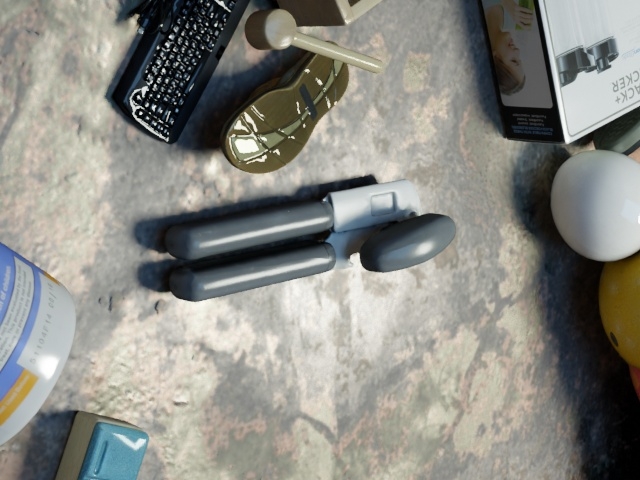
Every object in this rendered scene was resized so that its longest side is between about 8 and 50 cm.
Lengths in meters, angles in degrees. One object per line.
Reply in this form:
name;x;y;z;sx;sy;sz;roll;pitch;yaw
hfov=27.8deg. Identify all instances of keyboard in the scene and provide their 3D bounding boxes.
keyboard;-0.111;-0.183;1.095;0.100;0.038;0.192;33;75;-37

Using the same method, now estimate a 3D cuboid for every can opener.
can opener;0.000;0.000;1.174;0.283;0.095;0.076;-12;104;-37

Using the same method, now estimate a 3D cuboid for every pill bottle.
pill bottle;-0.316;0.028;0.891;0.272;0.152;0.152;40;72;-36

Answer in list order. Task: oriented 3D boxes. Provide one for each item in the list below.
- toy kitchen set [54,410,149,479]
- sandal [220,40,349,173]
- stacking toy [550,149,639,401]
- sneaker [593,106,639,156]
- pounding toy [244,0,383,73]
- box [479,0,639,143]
toy kitchen set;-0.098;0.238;1.087;0.207;0.166;0.122;20;85;-39
sandal;-0.036;-0.120;1.162;0.180;0.049;0.072;-50;130;-39
stacking toy;0.430;0.073;1.455;0.480;0.350;0.350;44;69;-14
sneaker;0.404;-0.144;1.479;0.227;0.087;0.130;-47;116;-29
pounding toy;-0.005;-0.229;1.132;0.206;0.094;0.181;-40;120;-29
box;0.251;-0.262;1.338;0.169;0.087;0.290;-26;113;-33
